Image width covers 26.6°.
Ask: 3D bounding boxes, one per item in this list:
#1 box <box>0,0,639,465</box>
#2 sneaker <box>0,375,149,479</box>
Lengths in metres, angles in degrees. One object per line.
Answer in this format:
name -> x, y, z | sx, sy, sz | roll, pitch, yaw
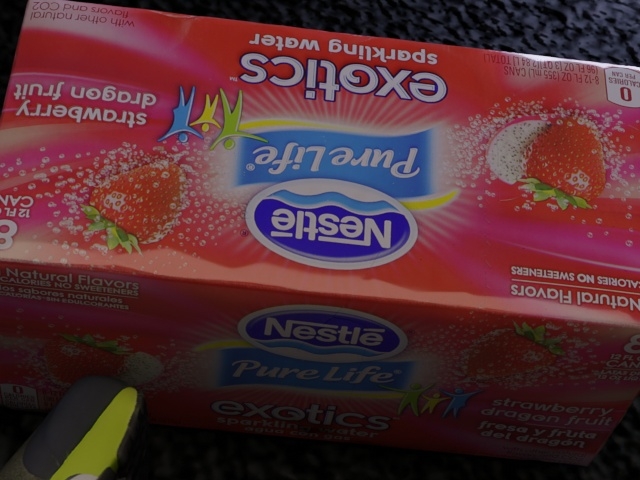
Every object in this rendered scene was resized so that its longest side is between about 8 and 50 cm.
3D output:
box -> 0.000, 0.000, 0.548 | 0.257, 0.122, 0.128 | 7, 57, -4
sneaker -> -0.170, 0.143, 0.443 | 0.121, 0.111, 0.300 | 33, 56, 18
